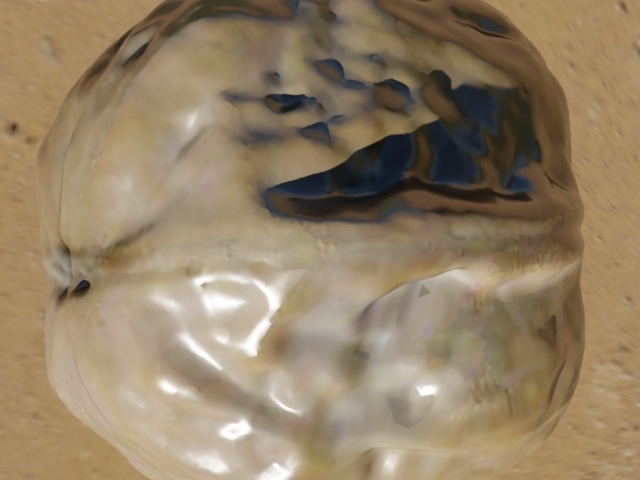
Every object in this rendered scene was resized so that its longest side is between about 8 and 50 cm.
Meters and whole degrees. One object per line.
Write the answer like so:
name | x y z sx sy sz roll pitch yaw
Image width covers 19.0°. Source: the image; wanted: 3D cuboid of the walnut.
walnut | 0.001 0.003 0.887 0.273 0.273 0.227 57 143 14
